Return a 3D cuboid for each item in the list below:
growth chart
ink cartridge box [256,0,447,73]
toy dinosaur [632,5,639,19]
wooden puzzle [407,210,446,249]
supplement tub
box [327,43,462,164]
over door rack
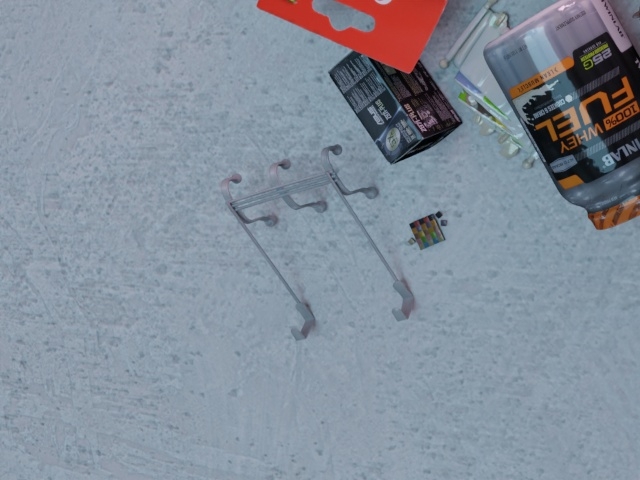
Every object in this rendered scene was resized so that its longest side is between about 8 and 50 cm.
[{"bbox_3d":[0.289,-0.240,1.967,0.237,0.021,0.172,50,124,10],"label":"growth chart"},{"bbox_3d":[0.080,-0.485,1.896,0.308,0.091,0.385,28,95,26],"label":"ink cartridge box"},{"bbox_3d":[0.483,-0.392,1.681,0.127,0.295,0.200,-9,114,2],"label":"toy dinosaur"},{"bbox_3d":[0.179,-0.015,2.113,0.083,0.006,0.049,-23,92,34],"label":"wooden puzzle"},{"bbox_3d":[0.387,-0.186,1.813,0.194,0.193,0.316,-29,93,35],"label":"supplement tub"},{"bbox_3d":[0.120,-0.225,2.001,0.077,0.147,0.180,-37,84,34],"label":"box"},{"bbox_3d":[0.000,0.000,2.181,0.240,0.108,0.324,-15,111,34],"label":"over door rack"}]
